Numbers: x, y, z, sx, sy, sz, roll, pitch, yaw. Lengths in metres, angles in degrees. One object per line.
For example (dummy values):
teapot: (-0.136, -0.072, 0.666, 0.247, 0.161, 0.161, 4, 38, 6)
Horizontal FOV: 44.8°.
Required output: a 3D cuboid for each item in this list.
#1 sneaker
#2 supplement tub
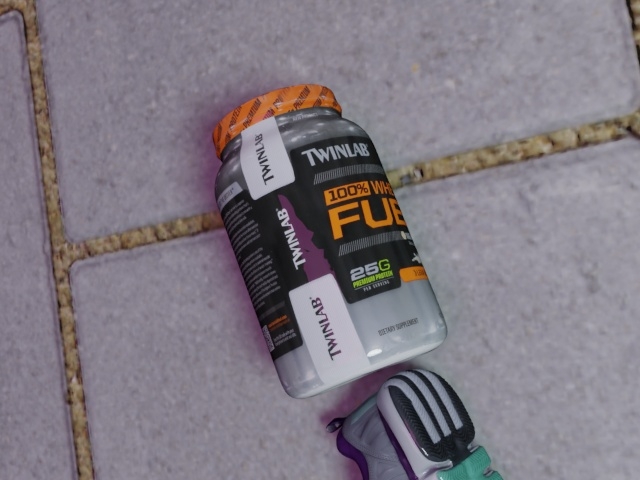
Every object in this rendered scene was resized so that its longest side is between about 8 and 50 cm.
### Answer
sneaker: (0.085, 0.200, 0.512, 0.098, 0.083, 0.224, -40, 67, 39)
supplement tub: (0.000, 0.000, 0.523, 0.117, 0.117, 0.190, -25, 79, 21)
